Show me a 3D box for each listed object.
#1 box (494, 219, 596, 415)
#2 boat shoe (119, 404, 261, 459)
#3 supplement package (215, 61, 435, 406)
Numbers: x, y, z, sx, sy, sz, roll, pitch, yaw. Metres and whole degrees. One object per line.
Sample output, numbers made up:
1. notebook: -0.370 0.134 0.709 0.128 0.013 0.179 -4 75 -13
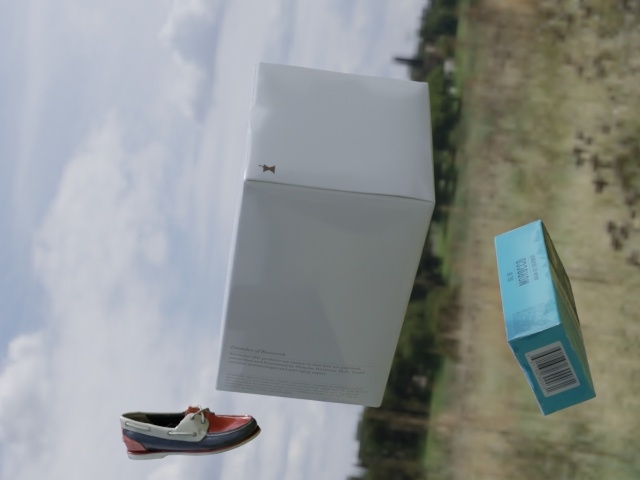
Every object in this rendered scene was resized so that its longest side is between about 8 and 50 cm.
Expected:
1. box: 0.241 0.078 1.479 0.100 0.060 0.244 62 -165 -22
2. boat shoe: -0.124 0.177 1.288 0.049 0.137 0.043 -48 -52 -70
3. supplement package: 0.000 0.000 1.337 0.177 0.175 0.293 -87 6 -45
